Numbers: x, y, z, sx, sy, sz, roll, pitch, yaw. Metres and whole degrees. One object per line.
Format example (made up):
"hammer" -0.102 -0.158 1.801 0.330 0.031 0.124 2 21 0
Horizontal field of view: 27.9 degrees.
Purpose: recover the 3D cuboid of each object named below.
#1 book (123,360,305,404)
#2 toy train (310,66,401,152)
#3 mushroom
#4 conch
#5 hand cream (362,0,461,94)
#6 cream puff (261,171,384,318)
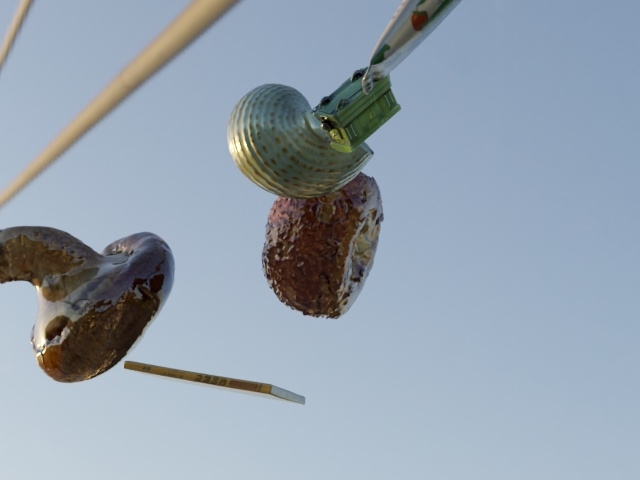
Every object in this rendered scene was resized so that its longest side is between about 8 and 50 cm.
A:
"book" -0.114 0.154 1.401 0.172 0.012 0.118 7 -10 19
"toy train" 0.036 -0.130 1.277 0.038 0.093 0.056 15 -42 48
"mushroom" -0.338 0.081 1.912 0.267 0.267 0.254 -12 -30 30
"conch" -0.036 -0.116 1.653 0.172 0.131 0.200 36 6 -28
"hand cream" 0.124 -0.248 1.179 0.059 0.276 0.095 38 0 5
"cream puff" 0.000 -0.001 1.864 0.164 0.240 0.240 8 -25 17
